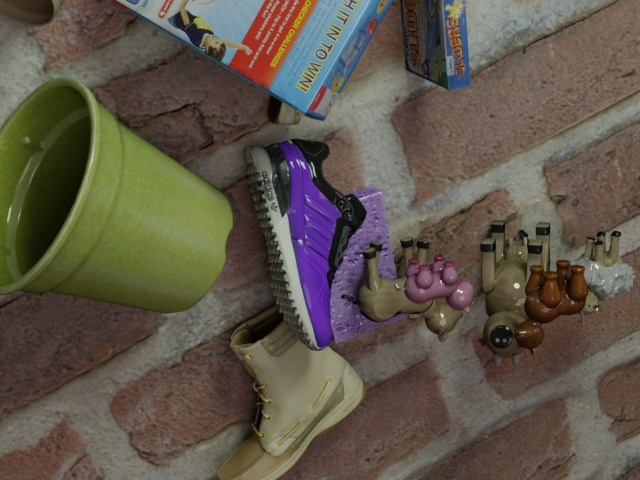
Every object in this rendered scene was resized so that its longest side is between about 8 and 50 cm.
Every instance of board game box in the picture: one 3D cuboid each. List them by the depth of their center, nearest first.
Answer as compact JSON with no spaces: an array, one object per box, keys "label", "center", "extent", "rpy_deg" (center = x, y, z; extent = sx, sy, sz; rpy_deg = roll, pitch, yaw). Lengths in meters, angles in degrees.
[{"label":"board game box","center":[-0.055,-0.350,1.457],"extent":[0.302,0.086,0.308],"rpy_deg":[32,97,13]},{"label":"board game box","center":[0.149,-0.313,1.620],"extent":[0.035,0.136,0.201],"rpy_deg":[-14,113,-17]}]

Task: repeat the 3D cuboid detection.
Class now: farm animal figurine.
[{"label":"farm animal figurine","center":[0.244,0.083,1.742],"extent":[0.327,0.330,0.172],"rpy_deg":[-25,118,-52]}]

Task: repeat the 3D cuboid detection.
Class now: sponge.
[{"label":"sponge","center":[0.050,0.036,1.768],"extent":[0.117,0.031,0.210],"rpy_deg":[-18,115,-14]}]

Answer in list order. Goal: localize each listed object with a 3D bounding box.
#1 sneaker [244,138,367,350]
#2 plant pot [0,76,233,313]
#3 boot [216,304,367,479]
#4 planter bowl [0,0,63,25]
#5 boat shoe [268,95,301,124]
[{"label":"sneaker","center":[0.000,0.000,1.655],"extent":[0.146,0.102,0.293],"rpy_deg":[-15,95,-14]},{"label":"plant pot","center":[-0.258,-0.028,1.517],"extent":[0.254,0.276,0.276],"rpy_deg":[24,99,-38]},{"label":"boot","center":[-0.083,0.226,1.750],"extent":[0.262,0.095,0.203],"rpy_deg":[-39,118,-6]},{"label":"planter bowl","center":[-0.350,-0.345,1.418],"extent":[0.162,0.162,0.109],"rpy_deg":[44,62,-28]},{"label":"boat shoe","center":[-0.030,-0.219,1.638],"extent":[0.045,0.050,0.135],"rpy_deg":[9,112,-31]}]
